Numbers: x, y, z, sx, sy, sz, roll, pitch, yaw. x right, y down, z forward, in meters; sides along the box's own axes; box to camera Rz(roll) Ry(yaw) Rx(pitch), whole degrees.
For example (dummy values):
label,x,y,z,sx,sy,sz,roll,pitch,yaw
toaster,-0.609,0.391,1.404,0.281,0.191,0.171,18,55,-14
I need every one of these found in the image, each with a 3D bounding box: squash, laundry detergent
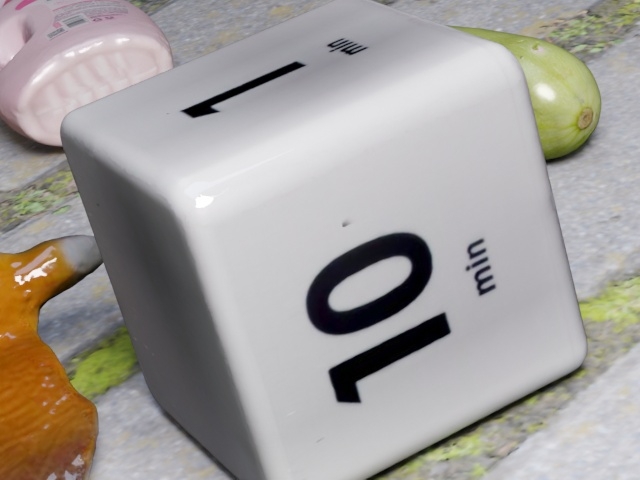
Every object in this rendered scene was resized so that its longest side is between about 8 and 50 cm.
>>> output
label,x,y,z,sx,sy,sz,roll,pitch,yaw
squash,0.099,-0.109,1.280,0.083,0.083,0.250,-30,26,-27
laundry detergent,-0.234,-0.171,1.619,0.159,0.088,0.335,-23,24,-12

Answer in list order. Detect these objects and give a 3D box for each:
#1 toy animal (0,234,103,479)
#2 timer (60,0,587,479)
label,x,y,z,sx,sy,sz,roll,pitch,yaw
toy animal,-0.267,0.087,1.083,0.284,0.225,0.302,-24,5,13
timer,0.000,0.000,0.976,0.195,0.192,0.194,-25,26,-19
